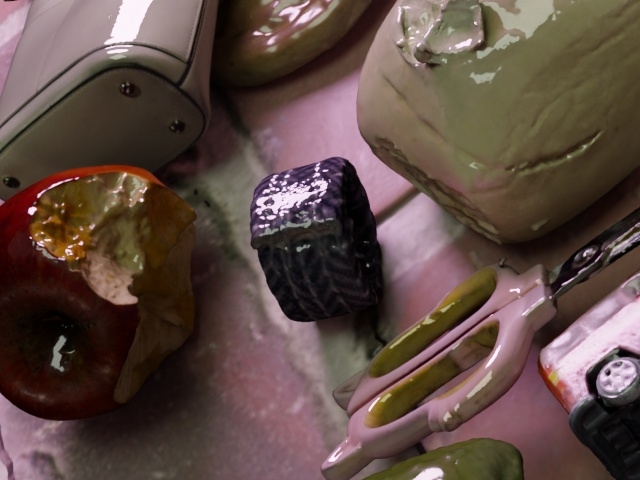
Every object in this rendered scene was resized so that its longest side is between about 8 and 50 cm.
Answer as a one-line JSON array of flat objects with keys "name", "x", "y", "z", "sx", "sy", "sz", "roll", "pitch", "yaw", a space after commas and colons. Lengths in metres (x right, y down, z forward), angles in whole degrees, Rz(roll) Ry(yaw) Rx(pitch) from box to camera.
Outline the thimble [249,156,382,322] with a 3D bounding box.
[{"name": "thimble", "x": 0.001, "y": 0.000, "z": 0.923, "sx": 0.066, "sy": 0.095, "sz": 0.104, "roll": -15, "pitch": 15, "yaw": 13}]

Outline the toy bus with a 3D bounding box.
[{"name": "toy bus", "x": 0.199, "y": 0.044, "z": 0.766, "sx": 0.174, "sy": 0.079, "sz": 0.077, "roll": -40, "pitch": 35, "yaw": 2}]

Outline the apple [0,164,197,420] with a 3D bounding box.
[{"name": "apple", "x": -0.158, "y": 0.029, "z": 0.969, "sx": 0.147, "sy": 0.156, "sz": 0.158, "roll": -18, "pitch": 22, "yaw": 24}]

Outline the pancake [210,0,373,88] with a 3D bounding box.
[{"name": "pancake", "x": -0.033, "y": -0.222, "z": 1.139, "sx": 0.222, "sy": 0.042, "sz": 0.236, "roll": -7, "pitch": 54, "yaw": 35}]

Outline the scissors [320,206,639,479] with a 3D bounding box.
[{"name": "scissors", "x": 0.125, "y": 0.025, "z": 0.803, "sx": 0.317, "sy": 0.024, "sz": 0.160, "roll": -38, "pitch": 14, "yaw": 19}]

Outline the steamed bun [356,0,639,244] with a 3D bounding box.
[{"name": "steamed bun", "x": 0.132, "y": -0.124, "z": 0.877, "sx": 0.238, "sy": 0.152, "sz": 0.170, "roll": -46, "pitch": 46, "yaw": 1}]

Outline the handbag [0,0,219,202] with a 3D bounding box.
[{"name": "handbag", "x": -0.156, "y": -0.172, "z": 1.153, "sx": 0.241, "sy": 0.109, "sz": 0.315, "roll": -31, "pitch": 35, "yaw": 31}]

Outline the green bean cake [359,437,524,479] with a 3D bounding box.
[{"name": "green bean cake", "x": 0.021, "y": 0.210, "z": 0.662, "sx": 0.248, "sy": 0.222, "sz": 0.125, "roll": -35, "pitch": 42, "yaw": 5}]
